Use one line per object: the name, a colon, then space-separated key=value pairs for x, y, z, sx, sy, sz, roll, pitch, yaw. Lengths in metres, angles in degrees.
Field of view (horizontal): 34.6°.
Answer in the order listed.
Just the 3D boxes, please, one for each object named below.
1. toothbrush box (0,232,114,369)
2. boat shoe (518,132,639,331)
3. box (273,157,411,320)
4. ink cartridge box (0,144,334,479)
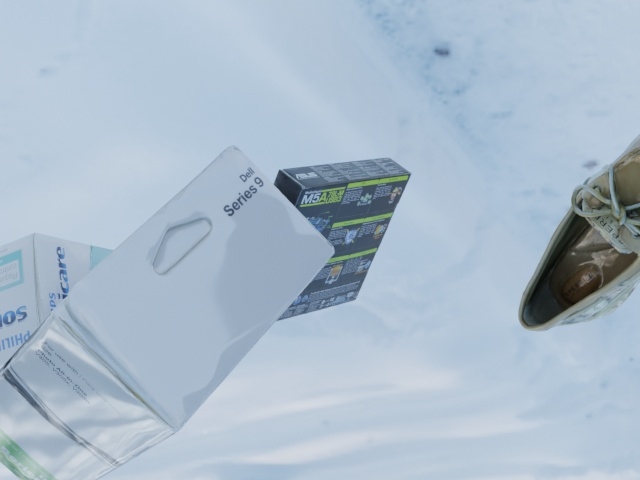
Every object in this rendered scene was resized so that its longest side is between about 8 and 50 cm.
toothbrush box: x=-0.284 y=0.100 z=1.142 sx=0.216 sy=0.126 sz=0.295 roll=-19 pitch=163 yaw=27
boat shoe: x=0.277 y=0.002 z=0.983 sx=0.089 sy=0.104 sz=0.285 roll=-22 pitch=150 yaw=-27
box: x=0.000 y=0.000 z=1.143 sx=0.190 sy=0.045 sz=0.184 roll=-12 pitch=130 yaw=-48
ink cartridge box: x=-0.148 y=0.078 z=0.830 sx=0.121 sy=0.211 sz=0.289 roll=46 pitch=143 yaw=-6
